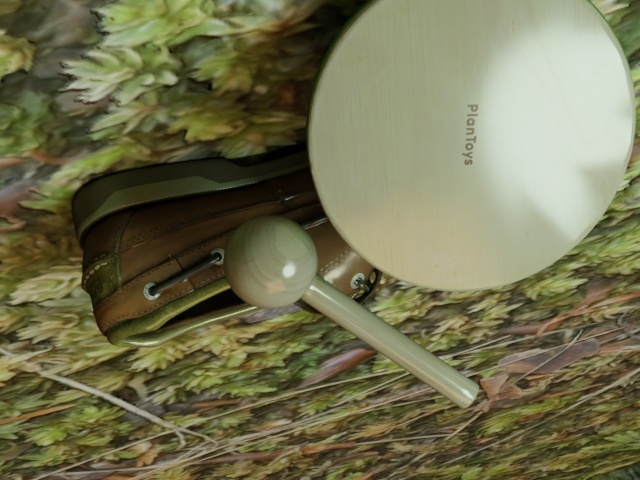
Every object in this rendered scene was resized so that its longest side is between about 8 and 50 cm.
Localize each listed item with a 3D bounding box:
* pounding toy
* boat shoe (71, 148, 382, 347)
[{"bbox_3d":[0.061,-0.051,0.799,0.183,0.110,0.237,27,102,-17],"label":"pounding toy"},{"bbox_3d":[0.000,0.000,0.899,0.307,0.104,0.111,-13,157,-6],"label":"boat shoe"}]
